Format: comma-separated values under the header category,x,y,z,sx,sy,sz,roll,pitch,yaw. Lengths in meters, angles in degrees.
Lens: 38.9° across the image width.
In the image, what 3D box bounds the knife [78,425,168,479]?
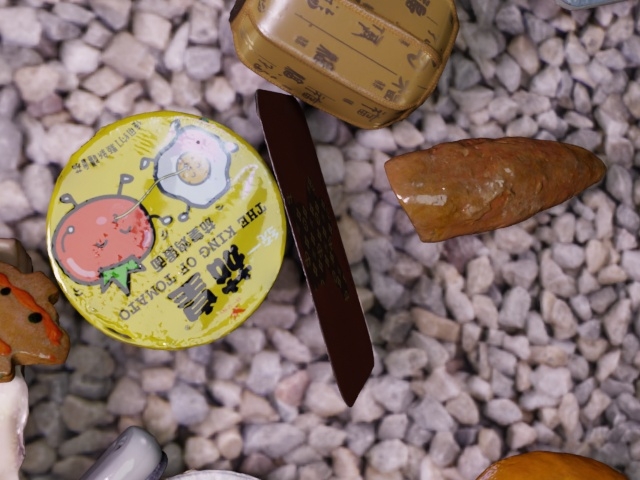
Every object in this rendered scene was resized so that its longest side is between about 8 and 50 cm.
category,x,y,z,sx,sy,sz,roll,pitch,yaw
knife,-0.232,0.257,0.737,0.265,0.073,0.041,-45,109,-14

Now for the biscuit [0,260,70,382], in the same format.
category,x,y,z,sx,sy,sz,roll,pitch,yaw
biscuit,-0.241,0.060,0.627,0.119,0.019,0.130,39,51,19

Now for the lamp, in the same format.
category,x,y,z,sx,sy,sz,roll,pitch,yaw
lamp,0.021,-0.196,0.807,0.185,0.161,0.161,23,80,-16

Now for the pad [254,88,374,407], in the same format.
category,x,y,z,sx,sy,sz,roll,pitch,yaw
pad,0.000,0.000,0.787,0.004,0.181,0.267,-16,93,12

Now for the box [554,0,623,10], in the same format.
category,x,y,z,sx,sy,sz,roll,pitch,yaw
box,0.323,-0.341,0.932,0.226,0.130,0.162,-16,76,-19

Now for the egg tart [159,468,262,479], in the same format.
category,x,y,z,sx,sy,sz,roll,pitch,yaw
egg tart,-0.096,0.312,0.769,0.234,0.094,0.234,1,87,-21

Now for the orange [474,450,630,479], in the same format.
category,x,y,z,sx,sy,sz,roll,pitch,yaw
orange,0.209,0.313,0.830,0.240,0.171,0.240,5,80,-32

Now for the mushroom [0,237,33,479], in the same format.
category,x,y,z,sx,sy,sz,roll,pitch,yaw
mushroom,-0.304,0.111,0.673,0.173,0.162,0.236,3,84,-20

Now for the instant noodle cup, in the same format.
category,x,y,z,sx,sy,sz,roll,pitch,yaw
instant noodle cup,-0.133,-0.003,0.748,0.182,0.144,0.182,1,86,-17

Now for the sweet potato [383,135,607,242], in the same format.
category,x,y,z,sx,sy,sz,roll,pitch,yaw
sweet potato,0.171,-0.057,0.890,0.251,0.097,0.097,-10,90,-24
